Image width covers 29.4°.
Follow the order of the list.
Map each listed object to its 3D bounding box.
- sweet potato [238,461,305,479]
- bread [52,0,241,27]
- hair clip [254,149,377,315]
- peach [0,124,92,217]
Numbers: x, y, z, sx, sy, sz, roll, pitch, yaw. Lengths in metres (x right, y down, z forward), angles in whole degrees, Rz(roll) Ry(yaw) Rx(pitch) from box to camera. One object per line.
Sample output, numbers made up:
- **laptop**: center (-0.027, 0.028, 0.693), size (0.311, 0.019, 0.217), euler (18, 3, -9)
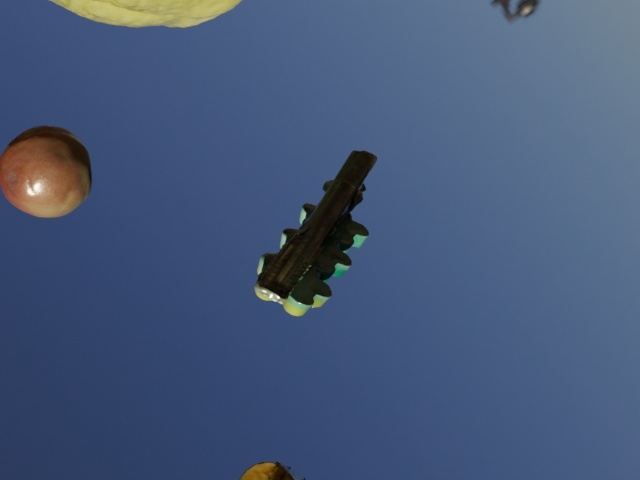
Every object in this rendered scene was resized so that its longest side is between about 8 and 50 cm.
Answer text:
- **sweet potato**: center (-0.037, 0.228, 0.975), size (0.244, 0.077, 0.077), euler (99, 147, -65)
- **bread**: center (-0.155, -0.312, 0.874), size (0.237, 0.320, 0.320), euler (12, -134, -39)
- **hair clip**: center (0.001, 0.001, 0.719), size (0.049, 0.049, 0.173), euler (51, -147, -10)
- **peach**: center (-0.240, -0.060, 1.060), size (0.083, 0.083, 0.083), euler (43, -155, -26)
